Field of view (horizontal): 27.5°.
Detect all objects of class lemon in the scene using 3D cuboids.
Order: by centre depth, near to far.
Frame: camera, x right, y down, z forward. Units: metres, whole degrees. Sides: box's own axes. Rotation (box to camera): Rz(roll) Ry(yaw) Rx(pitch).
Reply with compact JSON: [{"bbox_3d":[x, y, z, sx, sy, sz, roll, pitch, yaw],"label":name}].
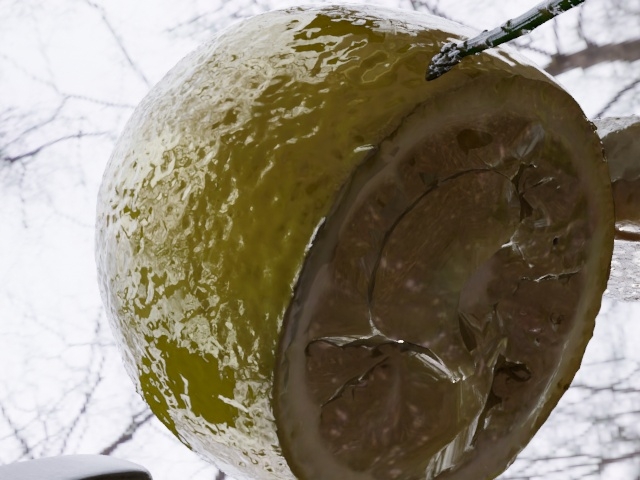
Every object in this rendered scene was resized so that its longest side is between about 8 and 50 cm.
[{"bbox_3d":[0.000,0.000,0.920,0.364,0.364,0.364,13,-110,-39],"label":"lemon"}]

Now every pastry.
[{"bbox_3d":[0.265,-0.027,1.078,0.257,0.235,0.121,26,-117,-47],"label":"pastry"}]

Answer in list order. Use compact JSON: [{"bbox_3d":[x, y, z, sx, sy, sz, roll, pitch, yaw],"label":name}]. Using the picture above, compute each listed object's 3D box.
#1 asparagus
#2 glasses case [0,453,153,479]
[{"bbox_3d":[0.099,-0.110,0.668,0.016,0.163,0.016,-31,-84,-29],"label":"asparagus"},{"bbox_3d":[-0.309,0.255,1.185,0.323,0.131,0.074,-5,-88,-44],"label":"glasses case"}]
